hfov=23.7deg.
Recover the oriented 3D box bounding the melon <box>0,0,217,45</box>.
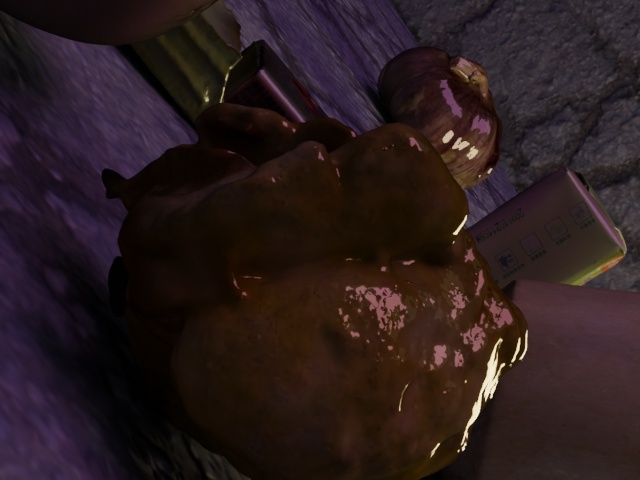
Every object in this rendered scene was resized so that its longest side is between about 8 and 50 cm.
[{"bbox_3d":[-0.161,-0.260,0.876,0.317,0.223,0.223,55,11,-3],"label":"melon"}]

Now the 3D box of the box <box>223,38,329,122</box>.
[{"bbox_3d":[-0.005,-0.066,1.344,0.224,0.069,0.120,50,13,-19],"label":"box"}]

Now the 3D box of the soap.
[{"bbox_3d":[0.270,0.010,1.913,0.138,0.199,0.182,59,11,6],"label":"soap"}]

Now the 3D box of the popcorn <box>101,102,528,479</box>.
[{"bbox_3d":[-0.005,0.041,0.756,0.253,0.191,0.190,38,53,-49],"label":"popcorn"}]

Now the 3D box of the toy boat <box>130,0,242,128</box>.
[{"bbox_3d":[-0.144,-0.210,1.163,0.276,0.084,0.111,50,14,-27],"label":"toy boat"}]

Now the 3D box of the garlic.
[{"bbox_3d":[0.195,-0.199,2.322,0.245,0.160,0.245,52,11,-14],"label":"garlic"}]

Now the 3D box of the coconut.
[{"bbox_3d":[0.201,0.132,1.173,0.222,0.202,0.202,10,0,7],"label":"coconut"}]
